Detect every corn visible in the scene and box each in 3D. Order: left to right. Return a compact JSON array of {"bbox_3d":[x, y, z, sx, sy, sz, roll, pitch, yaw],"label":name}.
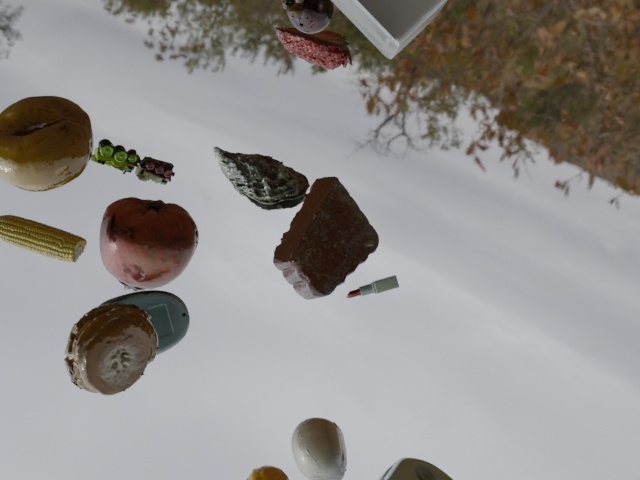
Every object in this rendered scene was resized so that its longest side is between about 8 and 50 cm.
[{"bbox_3d":[-0.723,-0.006,1.913,0.249,0.081,0.081,17,-165,10],"label":"corn"}]

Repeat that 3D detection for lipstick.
[{"bbox_3d":[0.122,0.116,1.788,0.129,0.030,0.030,-17,-178,-1],"label":"lipstick"}]

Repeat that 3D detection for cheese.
[{"bbox_3d":[-0.006,0.610,2.182,0.155,0.189,0.198,-12,-125,1],"label":"cheese"}]

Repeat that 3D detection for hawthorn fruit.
[{"bbox_3d":[-0.490,0.028,2.076,0.276,0.307,0.276,17,-149,-11],"label":"hawthorn fruit"}]

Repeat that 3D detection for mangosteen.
[{"bbox_3d":[-0.036,-0.570,1.797,0.140,0.140,0.140,19,-164,-6],"label":"mangosteen"}]

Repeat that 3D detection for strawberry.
[{"bbox_3d":[-0.024,-0.581,2.259,0.228,0.098,0.174,5,-151,-18],"label":"strawberry"}]

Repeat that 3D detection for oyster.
[{"bbox_3d":[-0.206,-0.214,2.471,0.351,0.158,0.162,29,-148,7],"label":"oyster"}]

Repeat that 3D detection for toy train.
[{"bbox_3d":[-0.555,-0.230,2.231,0.250,0.085,0.053,19,-156,-34],"label":"toy train"}]

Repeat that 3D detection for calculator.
[{"bbox_3d":[-0.500,0.234,1.994,0.299,0.185,0.041,-14,-171,-9],"label":"calculator"}]

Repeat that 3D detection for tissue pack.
[{"bbox_3d":[0.106,-0.495,1.442,0.246,0.136,0.159,46,180,-3],"label":"tissue pack"}]

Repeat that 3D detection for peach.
[{"bbox_3d":[-0.649,-0.226,1.719,0.251,0.153,0.251,4,-129,-5],"label":"peach"}]

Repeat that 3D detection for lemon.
[{"bbox_3d":[-0.129,0.601,1.798,0.114,0.114,0.155,18,171,-8],"label":"lemon"}]

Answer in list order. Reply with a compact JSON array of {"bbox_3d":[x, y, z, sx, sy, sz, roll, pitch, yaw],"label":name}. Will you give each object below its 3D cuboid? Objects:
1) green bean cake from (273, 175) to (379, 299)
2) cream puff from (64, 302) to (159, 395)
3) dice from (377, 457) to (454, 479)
[{"bbox_3d":[0.000,0.000,1.612,0.198,0.232,0.097,50,150,-11],"label":"green bean cake"},{"bbox_3d":[-0.354,0.177,1.251,0.115,0.165,0.150,33,156,48],"label":"cream puff"},{"bbox_3d":[0.214,0.725,1.840,0.262,0.264,0.268,41,-151,11],"label":"dice"}]
